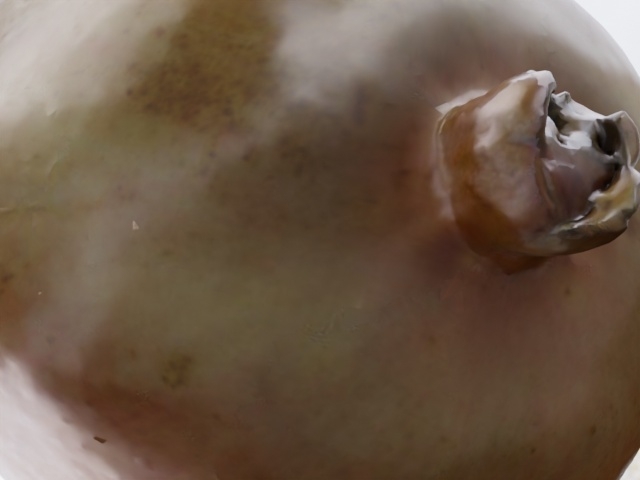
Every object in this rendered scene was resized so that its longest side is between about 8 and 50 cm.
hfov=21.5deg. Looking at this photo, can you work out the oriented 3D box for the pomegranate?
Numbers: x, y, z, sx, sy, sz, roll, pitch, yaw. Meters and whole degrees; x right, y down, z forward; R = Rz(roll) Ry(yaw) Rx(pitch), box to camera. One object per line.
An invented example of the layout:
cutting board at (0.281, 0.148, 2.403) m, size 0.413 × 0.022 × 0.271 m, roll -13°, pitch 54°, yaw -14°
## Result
pomegranate at (0.000, 0.000, 0.536) m, size 0.270 × 0.252 × 0.229 m, roll -21°, pitch 41°, yaw 64°
